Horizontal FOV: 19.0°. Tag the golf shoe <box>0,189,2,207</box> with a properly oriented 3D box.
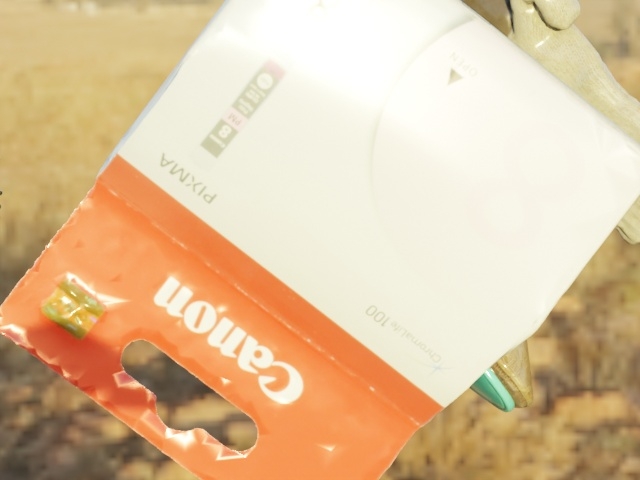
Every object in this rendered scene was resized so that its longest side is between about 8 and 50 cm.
[{"bbox_3d":[-0.179,0.024,0.664,0.094,0.198,0.077,0,-33,32],"label":"golf shoe"}]

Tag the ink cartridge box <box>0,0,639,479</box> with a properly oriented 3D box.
[{"bbox_3d":[0.000,0.000,0.821,0.189,0.232,0.066,37,-3,-7],"label":"ink cartridge box"}]

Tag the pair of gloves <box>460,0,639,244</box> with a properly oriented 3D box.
[{"bbox_3d":[0.139,-0.133,0.995,0.204,0.240,0.042,37,44,17],"label":"pair of gloves"}]

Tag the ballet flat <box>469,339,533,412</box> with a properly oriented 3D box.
[{"bbox_3d":[0.085,0.012,1.596,0.124,0.116,0.342,-40,45,-16],"label":"ballet flat"}]
